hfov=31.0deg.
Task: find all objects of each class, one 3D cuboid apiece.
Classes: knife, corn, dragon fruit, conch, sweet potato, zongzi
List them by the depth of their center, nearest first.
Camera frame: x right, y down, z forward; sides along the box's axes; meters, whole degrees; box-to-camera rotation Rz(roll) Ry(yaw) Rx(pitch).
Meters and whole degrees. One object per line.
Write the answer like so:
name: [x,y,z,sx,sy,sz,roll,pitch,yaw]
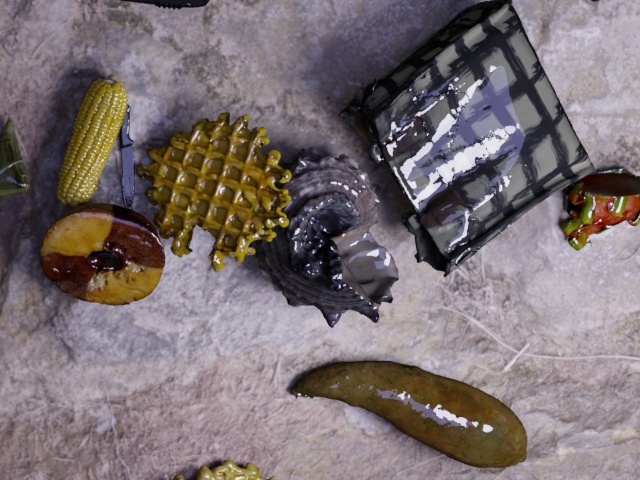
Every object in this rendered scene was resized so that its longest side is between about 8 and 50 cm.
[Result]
zongzi: [-0.493,-0.115,1.706,0.104,0.052,0.113,-16,89,-7]
corn: [-0.342,-0.149,1.731,0.067,0.067,0.206,18,92,-17]
knife: [-0.297,-0.128,1.777,0.023,0.010,0.170,-2,100,-10]
conch: [0.010,-0.007,1.811,0.241,0.186,0.313,-30,85,-19]
sweet potato: [0.166,0.277,1.913,0.423,0.130,0.130,20,92,-11]
dragon fruit: [0.480,-0.064,1.960,0.142,0.138,0.175,38,121,19]

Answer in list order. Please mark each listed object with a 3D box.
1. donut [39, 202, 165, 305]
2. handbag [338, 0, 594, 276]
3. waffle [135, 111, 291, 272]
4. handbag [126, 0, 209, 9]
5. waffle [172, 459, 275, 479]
donut: [-0.325,0.015,1.733,0.184,0.073,0.166,6,120,-10]
handbag: [0.232,-0.166,1.817,0.327,0.162,0.325,-36,106,-21]
waffle: [-0.157,-0.077,1.740,0.231,0.051,0.228,-30,75,16]
handbag: [-0.282,-0.470,1.694,0.275,0.088,0.244,4,94,-13]
waffle: [-0.185,0.467,1.867,0.219,0.057,0.229,0,97,-16]
